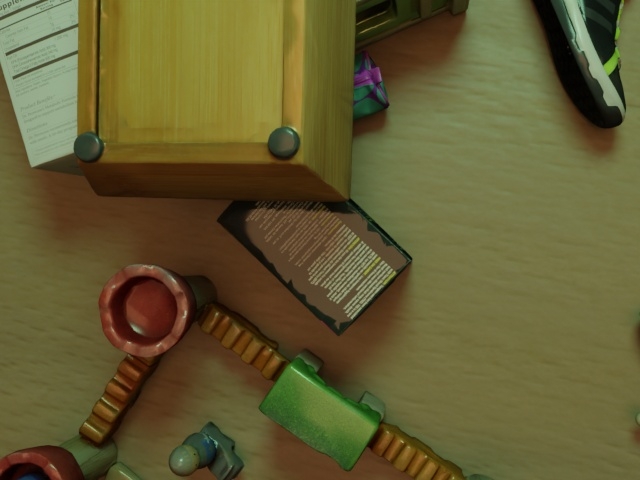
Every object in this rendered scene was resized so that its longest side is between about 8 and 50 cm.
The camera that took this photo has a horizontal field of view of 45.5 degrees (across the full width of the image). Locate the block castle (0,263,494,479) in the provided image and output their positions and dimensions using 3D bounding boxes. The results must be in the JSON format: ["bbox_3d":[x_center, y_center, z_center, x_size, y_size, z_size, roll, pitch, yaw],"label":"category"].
[{"bbox_3d":[-0.064,0.257,0.721,0.453,0.213,0.303,35,95,6],"label":"block castle"}]

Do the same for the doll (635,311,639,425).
[{"bbox_3d":[0.367,0.151,0.741,0.129,0.046,0.189,-22,93,-2],"label":"doll"}]

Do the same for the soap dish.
[{"bbox_3d":[-0.088,-0.178,0.622,0.229,0.118,0.291,2,93,12],"label":"soap dish"}]

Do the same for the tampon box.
[{"bbox_3d":[0.000,0.000,0.756,0.161,0.120,0.101,44,95,6],"label":"tampon box"}]

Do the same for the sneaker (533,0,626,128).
[{"bbox_3d":[0.267,-0.228,0.735,0.097,0.084,0.235,-19,87,7],"label":"sneaker"}]

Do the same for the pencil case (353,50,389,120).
[{"bbox_3d":[-0.008,-0.141,0.783,0.151,0.070,0.064,-20,87,7],"label":"pencil case"}]

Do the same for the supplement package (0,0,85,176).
[{"bbox_3d":[-0.239,-0.203,0.781,0.134,0.139,0.244,-18,88,9],"label":"supplement package"}]

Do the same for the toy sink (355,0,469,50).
[{"bbox_3d":[0.071,-0.279,0.730,0.234,0.153,0.131,-23,87,7],"label":"toy sink"}]
